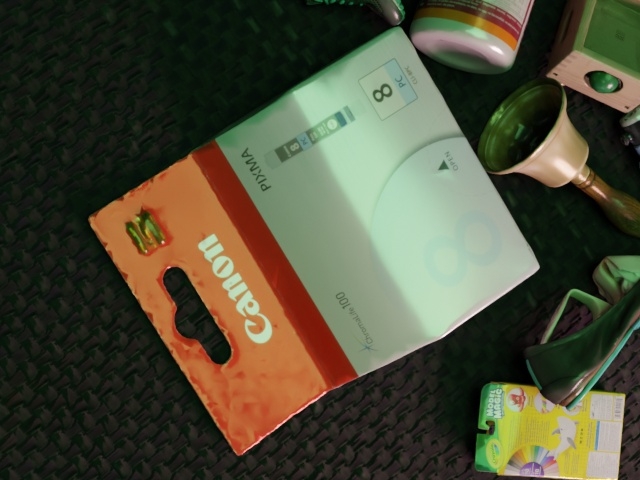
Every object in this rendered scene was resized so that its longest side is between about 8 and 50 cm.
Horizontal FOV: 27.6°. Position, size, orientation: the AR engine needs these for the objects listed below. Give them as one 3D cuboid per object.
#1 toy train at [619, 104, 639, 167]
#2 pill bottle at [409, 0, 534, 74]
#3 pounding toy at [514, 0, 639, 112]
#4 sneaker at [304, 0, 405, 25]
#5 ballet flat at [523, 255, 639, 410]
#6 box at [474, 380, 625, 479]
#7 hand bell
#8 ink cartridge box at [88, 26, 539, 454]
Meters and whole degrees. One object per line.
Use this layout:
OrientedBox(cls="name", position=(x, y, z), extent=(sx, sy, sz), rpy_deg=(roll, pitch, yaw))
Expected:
OrientedBox(cls="toy train", position=(0.423, -0.102, 1.528), extent=(0.105, 0.080, 0.184), rpy_deg=(-36, 100, -10))
OrientedBox(cls="pill bottle", position=(0.186, -0.304, 1.429), extent=(0.121, 0.121, 0.221), rpy_deg=(22, 81, -17))
OrientedBox(cls="pounding toy", position=(0.314, -0.211, 1.490), extent=(0.130, 0.100, 0.141), rpy_deg=(23, 68, -9))
OrientedBox(cls="sneaker", position=(0.016, -0.279, 1.413), extent=(0.166, 0.065, 0.076), rpy_deg=(37, 94, -11))
OrientedBox(cls="ballet flat", position=(0.334, 0.075, 1.478), extent=(0.280, 0.095, 0.096), rpy_deg=(-37, 76, -29))
OrientedBox(cls="box", position=(0.255, 0.217, 1.482), extent=(0.179, 0.043, 0.105), rpy_deg=(7, 87, -20))
OrientedBox(cls="hand bell", position=(0.306, -0.065, 1.487), extent=(0.242, 0.126, 0.126), rpy_deg=(36, 78, -26))
OrientedBox(cls="ink cartridge box", position=(0.000, 0.000, 1.377), extent=(0.385, 0.091, 0.308), rpy_deg=(-34, 99, -17))
